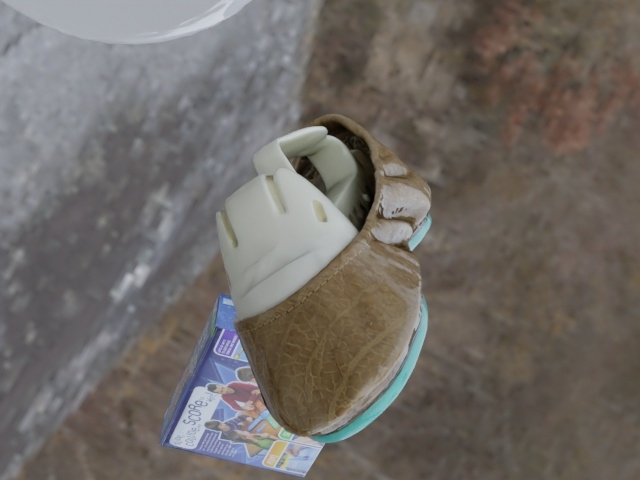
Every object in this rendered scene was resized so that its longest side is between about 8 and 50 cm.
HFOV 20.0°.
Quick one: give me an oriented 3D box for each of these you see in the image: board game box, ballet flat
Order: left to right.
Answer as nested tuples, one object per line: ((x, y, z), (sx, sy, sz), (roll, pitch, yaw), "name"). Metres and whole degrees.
((-0.048, 0.127, 1.534), (0.201, 0.136, 0.035), (119, -18, -51), "board game box")
((0.000, 0.000, 1.076), (0.116, 0.124, 0.342), (-32, -167, 19), "ballet flat")

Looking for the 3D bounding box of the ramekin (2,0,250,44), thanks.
((-0.114, -0.251, 1.073), (0.135, 0.277, 0.277), (-66, 172, -52), "ramekin")
